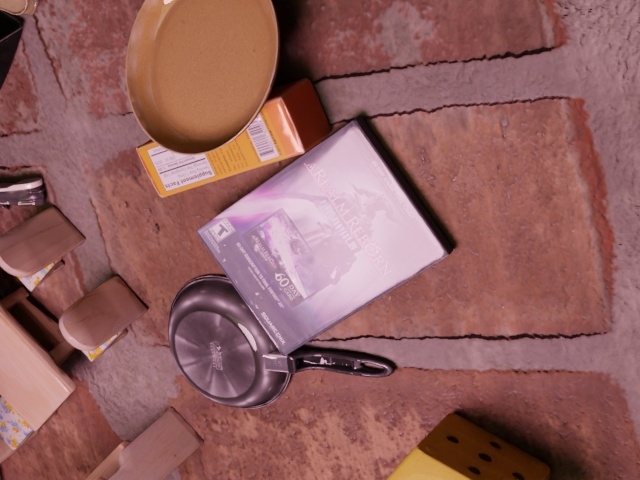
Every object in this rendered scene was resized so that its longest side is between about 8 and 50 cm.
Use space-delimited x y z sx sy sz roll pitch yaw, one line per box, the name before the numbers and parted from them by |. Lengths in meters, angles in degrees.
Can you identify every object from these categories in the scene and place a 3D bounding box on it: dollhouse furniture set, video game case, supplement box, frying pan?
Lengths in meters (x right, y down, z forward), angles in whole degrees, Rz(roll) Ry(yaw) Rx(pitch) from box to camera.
dollhouse furniture set | -0.401 0.235 1.905 0.394 0.256 0.362 47 126 3
video game case | 0.000 0.000 1.685 0.274 0.026 0.196 -33 93 30
supplement box | -0.108 -0.123 1.677 0.233 0.078 0.080 -13 108 34
frying pan | -0.075 0.171 1.821 0.326 0.053 0.197 29 125 19

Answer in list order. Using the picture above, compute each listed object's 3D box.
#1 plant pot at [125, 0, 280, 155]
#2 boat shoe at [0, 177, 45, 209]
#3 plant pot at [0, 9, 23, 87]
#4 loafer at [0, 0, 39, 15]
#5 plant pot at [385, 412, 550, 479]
plant pot | -0.134 -0.216 1.624 0.236 0.032 0.236 -3 84 36
boat shoe | -0.435 -0.061 1.917 0.125 0.046 0.038 -6 105 23
plant pot | -0.525 -0.225 1.816 0.187 0.188 0.167 32 138 13
loafer | -0.430 -0.330 1.780 0.148 0.050 0.056 29 124 15
plant pot | 0.165 0.338 1.673 0.212 0.212 0.187 28 110 16
